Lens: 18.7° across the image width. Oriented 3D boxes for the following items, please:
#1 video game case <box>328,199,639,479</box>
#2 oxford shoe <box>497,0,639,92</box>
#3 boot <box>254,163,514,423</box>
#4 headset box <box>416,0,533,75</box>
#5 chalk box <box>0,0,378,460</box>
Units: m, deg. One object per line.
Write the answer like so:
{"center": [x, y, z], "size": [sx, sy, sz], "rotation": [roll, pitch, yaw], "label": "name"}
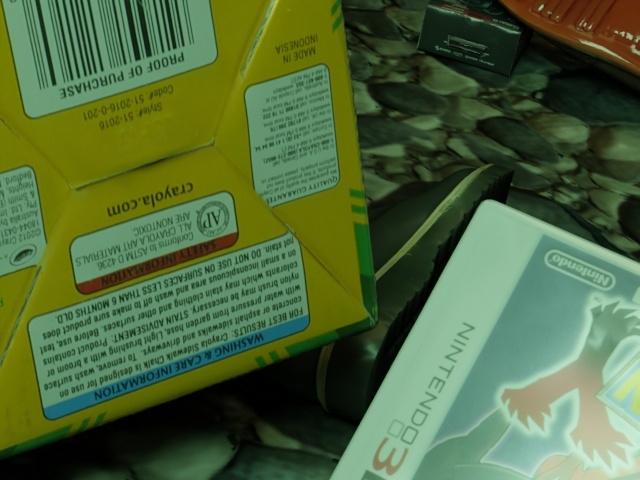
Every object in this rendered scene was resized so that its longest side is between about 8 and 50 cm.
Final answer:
{"center": [0.100, 0.102, 0.646], "size": [0.201, 0.183, 0.023], "rotation": [25, -13, 22], "label": "video game case"}
{"center": [0.187, -0.134, 1.189], "size": [0.271, 0.097, 0.098], "rotation": [40, -5, 27], "label": "oxford shoe"}
{"center": [0.000, 0.000, 0.884], "size": [0.137, 0.077, 0.198], "rotation": [16, 26, 19], "label": "boot"}
{"center": [0.100, -0.136, 1.217], "size": [0.062, 0.032, 0.083], "rotation": [17, 29, 9], "label": "headset box"}
{"center": [-0.133, -0.060, 0.766], "size": [0.180, 0.179, 0.289], "rotation": [-18, 24, -26], "label": "chalk box"}
